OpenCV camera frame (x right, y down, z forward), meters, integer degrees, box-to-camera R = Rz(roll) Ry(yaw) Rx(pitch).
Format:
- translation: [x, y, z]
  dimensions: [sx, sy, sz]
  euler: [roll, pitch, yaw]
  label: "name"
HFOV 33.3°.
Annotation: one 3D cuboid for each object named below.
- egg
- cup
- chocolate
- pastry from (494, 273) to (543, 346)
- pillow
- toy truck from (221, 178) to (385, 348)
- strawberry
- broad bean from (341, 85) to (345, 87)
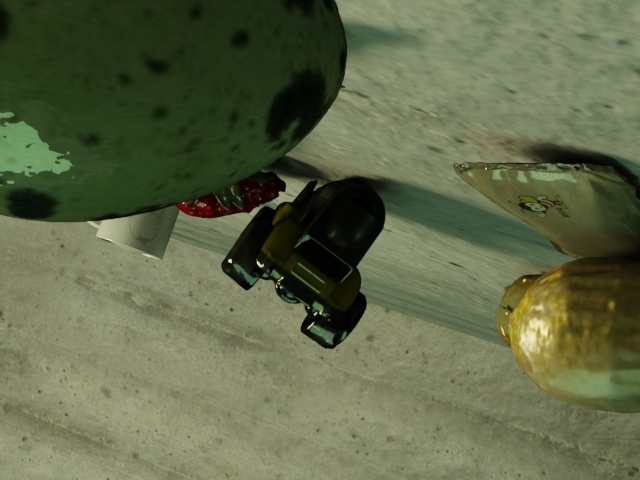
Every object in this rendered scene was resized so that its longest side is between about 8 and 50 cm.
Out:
- translation: [-0.098, -0.093, 0.469]
  dimensions: [0.228, 0.177, 0.177]
  euler: [9, 177, -18]
  label: "egg"
- translation: [-0.264, -0.053, 1.504]
  dimensions: [0.136, 0.133, 0.099]
  euler: [24, 173, -34]
  label: "cup"
- translation: [0.294, 0.072, 0.800]
  dimensions: [0.309, 0.134, 0.134]
  euler: [2, 166, 29]
  label: "chocolate"
- translation: [0.329, 0.124, 1.297]
  dimensions: [0.257, 0.121, 0.236]
  euler: [21, 174, -12]
  label: "pastry"
- translation: [0.204, -0.018, 0.819]
  dimensions: [0.130, 0.038, 0.232]
  euler: [5, 166, 40]
  label: "pillow"
- translation: [0.000, 0.000, 1.157]
  dimensions: [0.147, 0.165, 0.224]
  euler: [37, -173, -7]
  label: "toy truck"
- translation: [-0.124, -0.063, 1.211]
  dimensions: [0.167, 0.087, 0.208]
  euler: [18, 175, -1]
  label: "strawberry"
- translation: [-0.087, -0.127, 0.746]
  dimensions: [0.297, 0.043, 0.060]
  euler: [15, 163, 45]
  label: "broad bean"
